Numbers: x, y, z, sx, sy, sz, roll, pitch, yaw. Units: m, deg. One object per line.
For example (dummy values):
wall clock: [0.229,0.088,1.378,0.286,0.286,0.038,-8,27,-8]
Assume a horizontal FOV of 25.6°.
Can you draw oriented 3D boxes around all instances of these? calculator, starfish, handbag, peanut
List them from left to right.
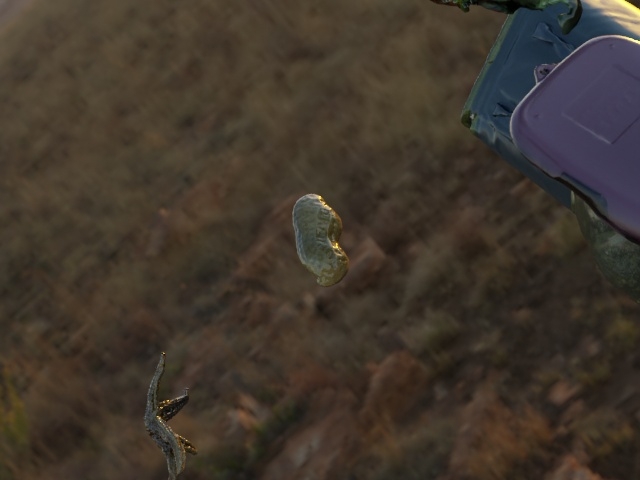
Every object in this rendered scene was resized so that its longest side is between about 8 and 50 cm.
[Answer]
starfish: [-0.164,0.180,1.475,0.041,0.130,0.133,-13,12,4]
peanut: [0.000,0.000,1.482,0.054,0.054,0.113,-32,54,26]
handbag: [0.354,-0.179,1.825,0.241,0.222,0.263,46,123,37]
calculator: [0.308,-0.080,1.240,0.194,0.294,0.043,-43,-23,-23]

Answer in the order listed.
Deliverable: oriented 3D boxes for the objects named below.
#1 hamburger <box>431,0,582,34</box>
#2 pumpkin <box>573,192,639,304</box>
hamburger: [0.122,-0.311,1.291,0.276,0.260,0.150,-3,-54,-50]
pumpkin: [0.433,-0.076,1.519,0.327,0.291,0.257,-10,-2,-3]
